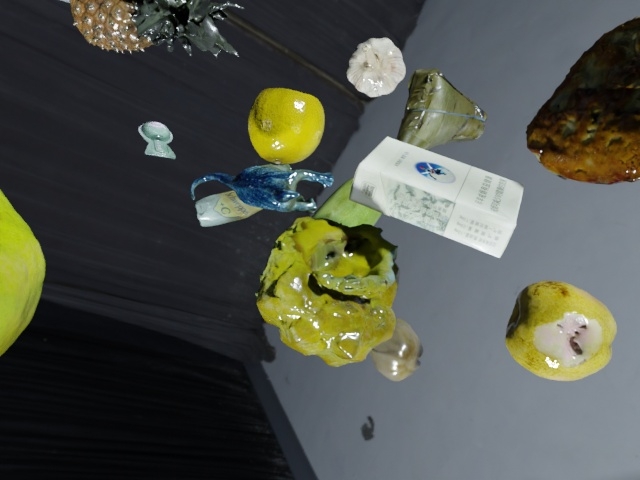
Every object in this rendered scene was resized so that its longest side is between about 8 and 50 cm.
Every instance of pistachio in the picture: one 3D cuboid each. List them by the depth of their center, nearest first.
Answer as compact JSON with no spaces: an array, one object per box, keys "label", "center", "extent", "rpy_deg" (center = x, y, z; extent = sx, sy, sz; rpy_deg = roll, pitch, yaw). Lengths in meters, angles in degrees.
[{"label":"pistachio","center":[0.228,0.346,1.689],"extent":[0.288,0.197,0.167],"rpy_deg":[-112,38,-84]}]

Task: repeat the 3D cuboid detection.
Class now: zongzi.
[{"label":"zongzi","center":[0.393,-0.344,1.763],"extent":[0.159,0.322,0.361],"rpy_deg":[9,77,60]}]

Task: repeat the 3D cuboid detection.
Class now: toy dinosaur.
[{"label":"toy dinosaur","center":[-0.083,-0.085,0.831],"extent":[0.362,0.147,0.077],"rpy_deg":[17,105,55]}]

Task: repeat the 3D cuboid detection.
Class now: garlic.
[{"label":"garlic","center":[0.181,-0.590,1.716],"extent":[0.226,0.199,0.199],"rpy_deg":[23,-92,-79]}]

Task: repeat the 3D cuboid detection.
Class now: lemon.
[{"label":"lemon","center":[-0.109,-0.344,1.633],"extent":[0.240,0.240,0.220],"rpy_deg":[11,89,57]}]

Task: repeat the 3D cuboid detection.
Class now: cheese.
[{"label":"cheese","center":[-0.324,-0.203,1.037],"extent":[0.026,0.067,0.121],"rpy_deg":[-62,37,35]}]

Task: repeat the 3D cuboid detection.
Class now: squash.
[{"label":"squash","center":[0.005,0.004,1.147],"extent":[0.371,0.118,0.118],"rpy_deg":[-47,33,-6]}]

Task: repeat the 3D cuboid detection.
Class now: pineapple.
[{"label":"pineapple","center":[-0.308,-0.437,0.999],"extent":[0.364,0.165,0.166],"rpy_deg":[12,82,28]}]

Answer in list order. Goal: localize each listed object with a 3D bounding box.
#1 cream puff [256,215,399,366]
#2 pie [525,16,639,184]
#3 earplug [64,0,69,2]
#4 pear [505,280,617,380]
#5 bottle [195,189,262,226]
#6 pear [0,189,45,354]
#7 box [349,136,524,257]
[{"label":"cream puff","center":[0.032,0.072,0.881],"extent":[0.185,0.281,0.282],"rpy_deg":[-28,51,51]},{"label":"pie","center":[0.476,-0.219,0.822],"extent":[0.308,0.085,0.309],"rpy_deg":[-45,32,38]},{"label":"earplug","center":[-0.552,-0.683,1.102],"extent":[0.185,0.184,0.324],"rpy_deg":[46,123,55]},{"label":"pear","center":[0.627,0.238,1.380],"extent":[0.271,0.271,0.272],"rpy_deg":[-32,47,43]},{"label":"bottle","center":[-0.202,-0.105,1.431],"extent":[0.083,0.269,0.083],"rpy_deg":[165,90,-86]},{"label":"pear","center":[-0.552,0.048,0.615],"extent":[0.391,0.390,0.392],"rpy_deg":[-32,47,43]},{"label":"box","center":[0.196,-0.080,0.874],"extent":[0.164,0.256,0.069],"rpy_deg":[-48,-24,-54]}]
